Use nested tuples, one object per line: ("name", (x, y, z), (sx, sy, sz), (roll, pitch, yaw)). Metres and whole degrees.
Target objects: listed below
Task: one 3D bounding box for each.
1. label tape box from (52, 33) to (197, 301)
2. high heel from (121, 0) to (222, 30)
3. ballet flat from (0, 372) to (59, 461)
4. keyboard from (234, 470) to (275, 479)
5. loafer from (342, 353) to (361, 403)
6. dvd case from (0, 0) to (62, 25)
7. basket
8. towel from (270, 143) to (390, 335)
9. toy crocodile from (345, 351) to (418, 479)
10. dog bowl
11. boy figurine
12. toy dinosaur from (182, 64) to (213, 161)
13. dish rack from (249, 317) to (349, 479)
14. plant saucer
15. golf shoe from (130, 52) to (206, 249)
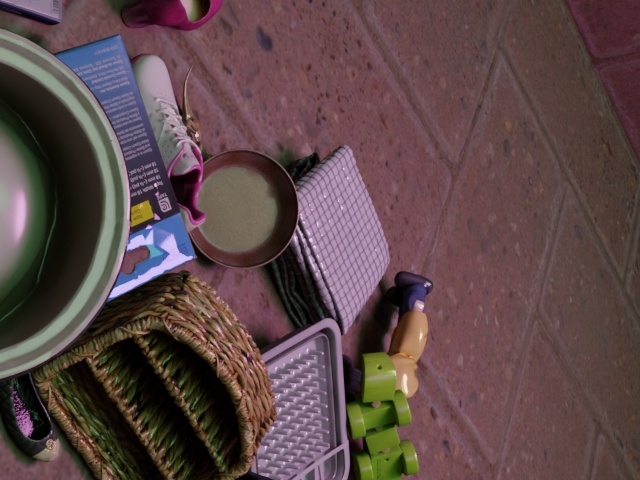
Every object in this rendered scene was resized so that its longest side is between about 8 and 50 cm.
("label tape box", (-0.335, -0.087, 1.544), (0.240, 0.106, 0.333), (-28, 106, -43))
("high heel", (-0.205, -0.390, 1.828), (0.244, 0.117, 0.082), (-21, 100, -55))
("ballet flat", (-0.386, 0.219, 1.483), (0.057, 0.049, 0.173), (-45, 119, -49))
("keyboard", (-0.106, 0.399, 1.723), (0.100, 0.192, 0.038), (26, 48, -3))
("loafer", (0.024, 0.242, 2.067), (0.223, 0.076, 0.078), (43, 44, -49))
("dvd case", (-0.453, -0.410, 1.547), (0.239, 0.029, 0.179), (10, 74, -55))
("basket", (-0.212, 0.223, 1.593), (0.299, 0.213, 0.223), (64, 37, -24))
("towel", (0.000, 0.000, 2.047), (0.235, 0.121, 0.283), (-50, 125, -46))
("toy crocodile", (0.106, 0.353, 2.075), (0.105, 0.115, 0.340), (-114, -168, -52))
("dog bowl", (-0.432, -0.039, 1.295), (0.408, 0.150, 0.408), (1, 88, -37))
("boy figurine", (0.156, 0.200, 2.204), (0.092, 0.177, 0.285), (22, 46, -5))
("toy dinosaur", (-0.214, -0.184, 1.845), (0.092, 0.053, 0.183), (-67, 145, -60))
("dish rack", (-0.057, 0.311, 1.880), (0.285, 0.072, 0.333), (-24, 116, -53))
("plant saucer", (-0.133, -0.052, 1.863), (0.198, 0.036, 0.198), (0, 91, -21))
("golf shoe", (-0.232, -0.142, 1.716), (0.115, 0.140, 0.306), (7, 75, -54))
